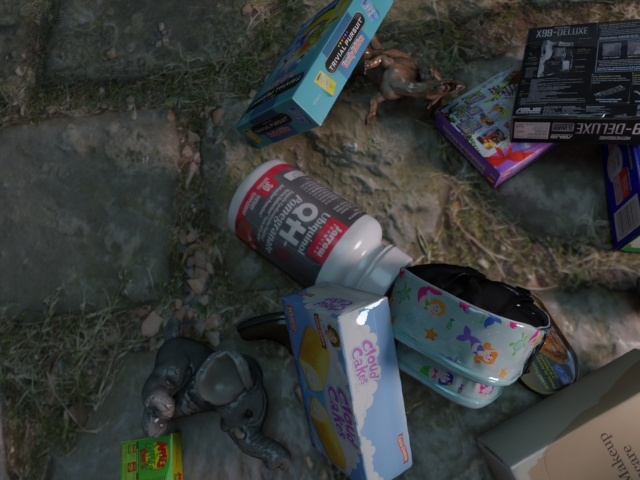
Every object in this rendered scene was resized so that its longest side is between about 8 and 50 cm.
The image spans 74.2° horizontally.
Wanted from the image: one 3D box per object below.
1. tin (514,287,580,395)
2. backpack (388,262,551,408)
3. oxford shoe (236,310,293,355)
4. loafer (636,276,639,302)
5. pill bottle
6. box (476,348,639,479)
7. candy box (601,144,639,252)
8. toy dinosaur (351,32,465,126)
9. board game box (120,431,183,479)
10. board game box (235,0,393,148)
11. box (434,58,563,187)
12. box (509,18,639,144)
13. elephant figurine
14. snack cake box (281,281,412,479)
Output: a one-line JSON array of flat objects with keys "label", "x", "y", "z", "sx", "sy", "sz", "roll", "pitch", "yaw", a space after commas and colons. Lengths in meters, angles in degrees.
[{"label": "tin", "x": 0.364, "y": 0.175, "z": 0.740, "sx": 0.106, "sy": 0.040, "sz": 0.190, "roll": -21, "pitch": 68, "yaw": -7}, {"label": "backpack", "x": 0.211, "y": 0.131, "z": 0.646, "sx": 0.225, "sy": 0.253, "sz": 0.191, "roll": 27, "pitch": 95, "yaw": 32}, {"label": "oxford shoe", "x": -0.042, "y": 0.177, "z": 0.761, "sx": 0.227, "sy": 0.083, "sz": 0.096, "roll": 0, "pitch": 72, "yaw": 7}, {"label": "loafer", "x": 0.669, "y": 0.081, "z": 0.692, "sx": 0.267, "sy": 0.096, "sz": 0.084, "roll": -7, "pitch": 61, "yaw": 6}, {"label": "pill bottle", "x": 0.000, "y": 0.000, "z": 0.776, "sx": 0.318, "sy": 0.176, "sz": 0.176, "roll": 34, "pitch": 75, "yaw": 18}, {"label": "box", "x": 0.413, "y": 0.299, "z": 0.622, "sx": 0.311, "sy": 0.121, "sz": 0.148, "roll": -28, "pitch": 84, "yaw": -5}, {"label": "candy box", "x": 0.716, "y": -0.107, "z": 0.770, "sx": 0.316, "sy": 0.122, "sz": 0.268, "roll": 6, "pitch": 67, "yaw": 10}, {"label": "toy dinosaur", "x": 0.183, "y": -0.370, "z": 0.944, "sx": 0.200, "sy": 0.127, "sz": 0.296, "roll": -8, "pitch": 54, "yaw": -5}, {"label": "board game box", "x": -0.280, "y": 0.426, "z": 0.705, "sx": 0.092, "sy": 0.043, "sz": 0.182, "roll": -11, "pitch": 67, "yaw": 1}, {"label": "board game box", "x": -0.021, "y": -0.370, "z": 0.901, "sx": 0.253, "sy": 0.079, "sz": 0.336, "roll": 1, "pitch": 58, "yaw": 56}, {"label": "box", "x": 0.423, "y": -0.267, "z": 0.902, "sx": 0.293, "sy": 0.057, "sz": 0.201, "roll": -31, "pitch": 66, "yaw": -7}, {"label": "box", "x": 0.533, "y": -0.296, "z": 0.785, "sx": 0.307, "sy": 0.076, "sz": 0.243, "roll": 8, "pitch": 65, "yaw": 27}, {"label": "elephant figurine", "x": -0.161, "y": 0.255, "z": 0.718, "sx": 0.239, "sy": 0.169, "sz": 0.186, "roll": 3, "pitch": 109, "yaw": -1}, {"label": "snack cake box", "x": 0.038, "y": 0.206, "z": 0.629, "sx": 0.089, "sy": 0.152, "sz": 0.265, "roll": -17, "pitch": 102, "yaw": -30}]
